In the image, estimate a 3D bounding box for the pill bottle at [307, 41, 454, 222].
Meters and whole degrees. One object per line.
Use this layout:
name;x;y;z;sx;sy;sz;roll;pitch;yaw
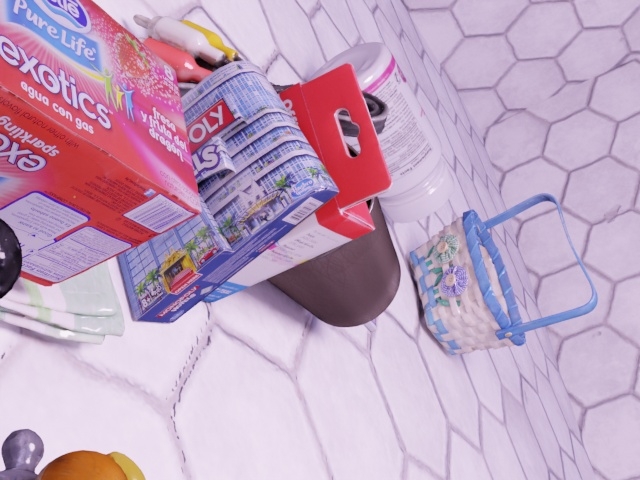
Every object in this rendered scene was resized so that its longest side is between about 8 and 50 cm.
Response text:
pill bottle;0.107;-0.175;1.398;0.283;0.160;0.160;55;22;-29

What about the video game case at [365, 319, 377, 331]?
video game case;0.052;0.062;1.205;0.087;0.011;0.122;49;26;-41

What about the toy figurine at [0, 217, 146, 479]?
toy figurine;-0.189;0.090;0.342;0.213;0.148;0.209;66;19;0

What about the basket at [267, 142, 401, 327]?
basket;0.000;0.000;0.919;0.154;0.204;0.227;-66;150;-16

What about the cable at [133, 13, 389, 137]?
cable;-0.075;-0.165;0.838;0.139;0.287;0.072;-53;156;-56

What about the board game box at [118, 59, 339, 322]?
board game box;-0.115;-0.063;0.714;0.194;0.194;0.060;57;15;20

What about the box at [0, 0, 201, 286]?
box;-0.193;-0.083;0.449;0.257;0.128;0.123;35;34;-56

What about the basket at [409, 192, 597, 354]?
basket;0.318;0.066;1.470;0.201;0.288;0.255;53;20;-45

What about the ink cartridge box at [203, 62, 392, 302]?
ink cartridge box;-0.041;-0.048;0.759;0.078;0.231;0.134;24;45;-62

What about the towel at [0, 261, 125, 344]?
towel;-0.254;-0.072;0.529;0.325;0.038;0.248;31;39;-58
